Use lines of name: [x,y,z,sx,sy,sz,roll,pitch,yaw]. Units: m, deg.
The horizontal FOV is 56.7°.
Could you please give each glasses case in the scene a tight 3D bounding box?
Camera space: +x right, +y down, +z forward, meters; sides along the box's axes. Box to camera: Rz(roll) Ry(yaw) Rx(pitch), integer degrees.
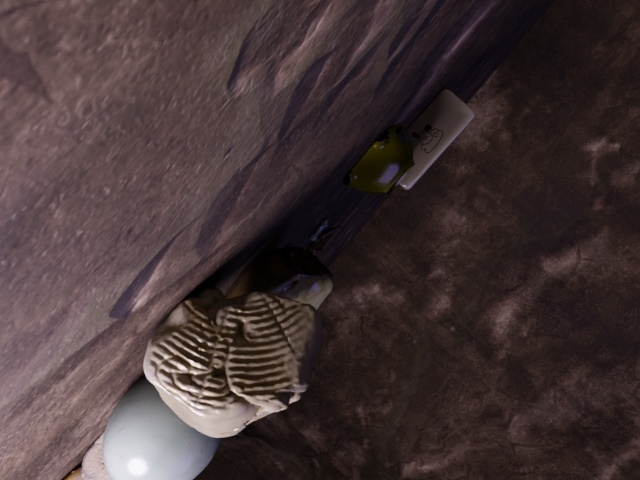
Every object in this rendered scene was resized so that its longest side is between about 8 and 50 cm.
glasses case: [0.325,-0.309,1.822,0.313,0.131,0.070,-48,175,4]

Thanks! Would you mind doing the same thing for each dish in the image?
dish: [0.176,-0.196,1.594,0.221,0.108,0.262,-50,174,17]

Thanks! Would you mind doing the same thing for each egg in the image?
egg: [-0.316,0.388,1.275,0.230,0.230,0.371,-50,179,21]

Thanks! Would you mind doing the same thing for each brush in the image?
brush: [-0.410,0.490,1.404,0.174,0.166,0.267,19,-119,46]

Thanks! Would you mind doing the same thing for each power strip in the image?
power strip: [0.001,-0.028,1.805,0.083,0.035,0.055,-51,174,12]

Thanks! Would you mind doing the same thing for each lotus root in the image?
lotus root: [-0.116,0.110,1.358,0.266,0.149,0.260,-15,147,-43]

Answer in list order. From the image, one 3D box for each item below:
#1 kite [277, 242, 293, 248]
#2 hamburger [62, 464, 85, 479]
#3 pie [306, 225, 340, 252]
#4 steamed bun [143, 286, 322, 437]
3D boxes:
kite: [-0.147,0.075,1.518,0.232,0.009,0.189,-43,173,-43]
hamburger: [-0.589,0.651,1.447,0.237,0.147,0.237,-44,173,-6]
pie: [-0.002,0.002,2.000,0.088,0.033,0.191,-25,164,-33]
steamed bun: [-0.156,0.220,1.099,0.289,0.276,0.203,-51,173,-33]
